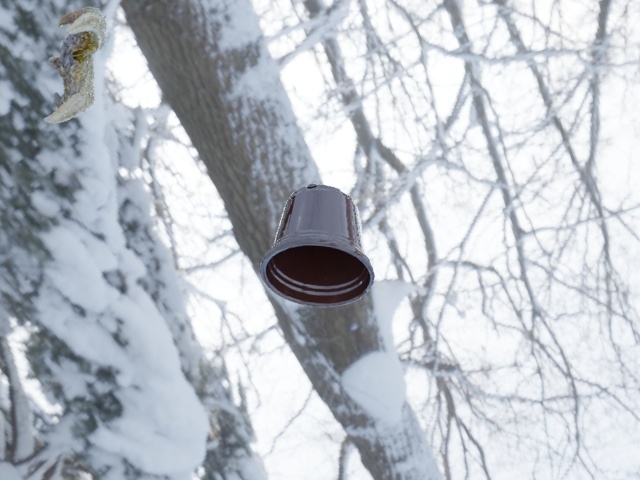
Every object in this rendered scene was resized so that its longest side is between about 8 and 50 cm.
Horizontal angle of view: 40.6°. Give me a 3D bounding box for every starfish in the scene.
[{"bbox_3d":[-0.319,-0.231,1.130,0.238,0.071,0.216,136,-44,-62],"label":"starfish"}]

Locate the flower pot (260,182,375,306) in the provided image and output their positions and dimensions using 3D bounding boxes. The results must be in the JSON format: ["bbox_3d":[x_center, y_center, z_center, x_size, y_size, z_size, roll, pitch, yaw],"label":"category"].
[{"bbox_3d":[0.000,0.000,0.855,0.111,0.111,0.089,-13,-131,22],"label":"flower pot"}]
